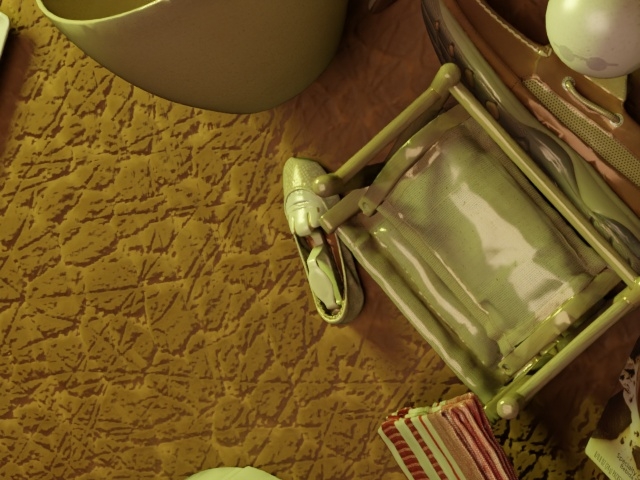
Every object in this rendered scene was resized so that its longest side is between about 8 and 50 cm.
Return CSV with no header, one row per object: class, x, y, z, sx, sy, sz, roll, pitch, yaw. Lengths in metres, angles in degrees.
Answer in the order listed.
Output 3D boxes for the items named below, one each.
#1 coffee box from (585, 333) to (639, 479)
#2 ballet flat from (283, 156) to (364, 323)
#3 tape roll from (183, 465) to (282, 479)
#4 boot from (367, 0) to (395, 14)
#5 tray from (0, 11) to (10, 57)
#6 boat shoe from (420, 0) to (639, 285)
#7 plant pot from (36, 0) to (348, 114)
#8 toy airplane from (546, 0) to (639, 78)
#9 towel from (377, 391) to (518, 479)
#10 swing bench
coffee box,0.359,0.101,1.399,0.168,0.119,0.297,48,124,50
ballet flat,0.000,0.000,1.619,0.057,0.052,0.168,-19,94,28
tape roll,-0.109,0.367,1.695,0.246,0.169,0.246,6,104,24
boot,0.061,-0.275,1.534,0.118,0.042,0.087,-45,76,26
tray,-0.413,-0.143,1.791,0.145,0.030,0.270,28,113,16
boat shoe,0.214,-0.110,1.469,0.116,0.123,0.324,-39,86,-5
plant pot,-0.084,-0.224,1.510,0.284,0.284,0.191,-14,132,27
toy airplane,0.252,-0.246,1.226,0.384,0.272,0.386,36,166,-26
towel,0.148,0.247,1.493,0.037,0.329,0.237,-31,87,-11
swing bench,0.133,0.012,1.472,0.165,0.254,0.253,-41,84,-2
